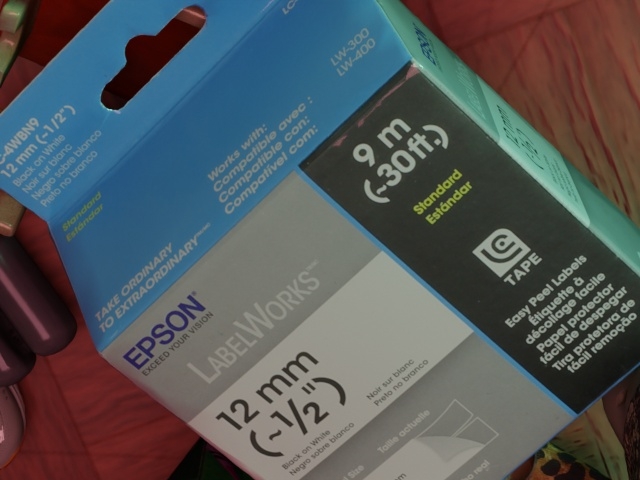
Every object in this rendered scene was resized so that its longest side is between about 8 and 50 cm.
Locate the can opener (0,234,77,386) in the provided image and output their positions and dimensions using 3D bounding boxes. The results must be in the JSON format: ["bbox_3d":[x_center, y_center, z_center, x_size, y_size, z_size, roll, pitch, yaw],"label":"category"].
[{"bbox_3d":[-0.273,-0.027,1.194,0.076,0.095,0.283,-36,92,15],"label":"can opener"}]

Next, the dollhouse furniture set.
[{"bbox_3d":[-0.077,-0.107,1.153,0.259,0.135,0.262,23,126,-5],"label":"dollhouse furniture set"}]

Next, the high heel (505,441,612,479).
[{"bbox_3d":[0.089,0.107,1.199,0.261,0.093,0.186,11,130,4],"label":"high heel"}]

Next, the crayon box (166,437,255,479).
[{"bbox_3d":[-0.127,0.277,1.229,0.081,0.165,0.278,36,100,-7],"label":"crayon box"}]

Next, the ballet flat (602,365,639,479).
[{"bbox_3d":[0.249,0.168,1.136,0.164,0.182,0.483,-23,133,-11],"label":"ballet flat"}]

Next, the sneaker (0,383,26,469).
[{"bbox_3d":[-0.310,0.072,1.206,0.262,0.121,0.099,40,100,-8],"label":"sneaker"}]

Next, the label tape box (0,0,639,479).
[{"bbox_3d":[0.000,0.000,1.048,0.249,0.115,0.347,-42,114,17],"label":"label tape box"}]
